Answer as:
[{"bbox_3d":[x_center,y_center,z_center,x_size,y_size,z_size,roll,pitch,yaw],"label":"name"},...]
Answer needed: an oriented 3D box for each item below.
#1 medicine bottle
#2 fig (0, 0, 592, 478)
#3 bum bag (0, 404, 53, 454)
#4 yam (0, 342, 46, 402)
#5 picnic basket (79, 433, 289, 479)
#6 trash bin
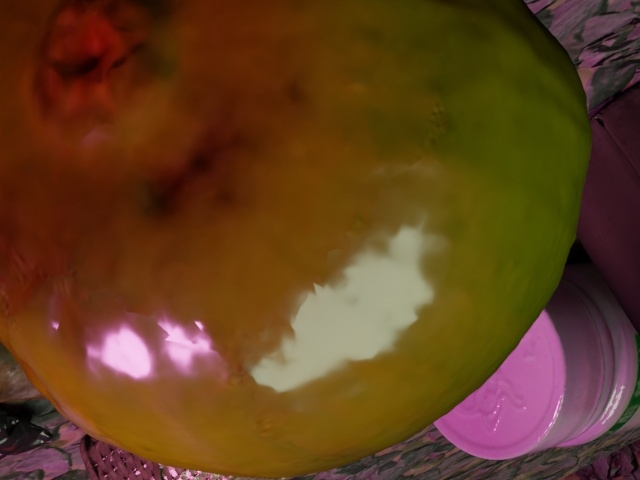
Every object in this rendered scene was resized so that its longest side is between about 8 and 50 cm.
[{"bbox_3d":[0.288,0.130,1.439,0.325,0.212,0.212,-2,144,-46],"label":"medicine bottle"},{"bbox_3d":[-0.013,-0.034,0.656,0.343,0.343,0.343,-24,155,-12],"label":"fig"},{"bbox_3d":[-0.286,0.169,1.106,0.058,0.034,0.124,-20,157,13],"label":"bum bag"},{"bbox_3d":[-0.302,0.100,0.921,0.317,0.067,0.071,-2,157,-43],"label":"yam"},{"bbox_3d":[-0.115,0.194,1.223,0.196,0.134,0.154,-38,153,18],"label":"picnic basket"},{"bbox_3d":[0.369,0.006,1.189,0.203,0.301,0.252,-41,150,25],"label":"trash bin"}]
